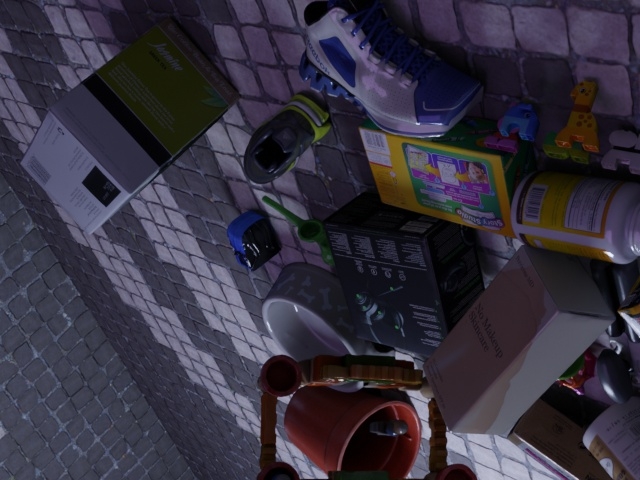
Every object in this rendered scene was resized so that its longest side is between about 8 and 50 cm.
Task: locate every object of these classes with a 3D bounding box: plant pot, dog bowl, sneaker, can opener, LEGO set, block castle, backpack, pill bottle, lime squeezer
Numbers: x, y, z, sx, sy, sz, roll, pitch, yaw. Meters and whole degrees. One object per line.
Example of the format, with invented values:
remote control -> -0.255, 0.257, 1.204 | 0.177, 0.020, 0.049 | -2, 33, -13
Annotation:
plant pot -> 0.063, 0.478, 2.249 | 0.265, 0.272, 0.272 | 22, 145, 47
dog bowl -> 0.007, 0.216, 2.120 | 0.349, 0.102, 0.348 | 32, 149, 22
sneaker -> 0.081, -0.286, 1.347 | 0.316, 0.127, 0.182 | 28, 149, 30
can opener -> 0.479, 0.148, 1.439 | 0.076, 0.095, 0.283 | 13, 138, 43
LEGO set -> 0.337, -0.167, 1.233 | 0.227, 0.093, 0.087 | 15, 169, 31
block castle -> 0.091, 0.389, 1.854 | 0.454, 0.302, 0.213 | 4, 165, -12
backpack -> -0.165, -0.006, 2.051 | 0.101, 0.098, 0.120 | 27, 148, 35
pill bottle -> 0.568, 0.390, 1.528 | 0.229, 0.131, 0.131 | 53, 160, 36
sneaker -> -0.094, -0.175, 1.717 | 0.111, 0.121, 0.300 | 46, 151, -2
pill bottle -> 0.392, -0.033, 1.293 | 0.215, 0.117, 0.117 | 14, 139, 43
lime squeezer -> 0.000, 0.000, 1.916 | 0.310, 0.059, 0.110 | 43, -179, -1

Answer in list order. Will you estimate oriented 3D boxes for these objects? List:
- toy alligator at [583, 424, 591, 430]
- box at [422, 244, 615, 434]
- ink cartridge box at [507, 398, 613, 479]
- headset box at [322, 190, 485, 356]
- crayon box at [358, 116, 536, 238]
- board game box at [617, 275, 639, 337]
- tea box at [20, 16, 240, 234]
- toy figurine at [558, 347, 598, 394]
toy alligator -> 0.577, 0.385, 1.662 | 0.190, 0.056, 0.051 | 9, 136, 46
box -> 0.308, 0.165, 1.441 | 0.311, 0.121, 0.148 | -59, 36, 34
ink cartridge box -> 0.481, 0.411, 1.726 | 0.235, 0.088, 0.193 | 35, 170, 16
headset box -> 0.164, 0.071, 1.649 | 0.246, 0.131, 0.283 | 9, 125, 45
crayon box -> 0.207, -0.117, 1.454 | 0.279, 0.081, 0.165 | 18, 142, 39
board game box -> 0.507, 0.088, 1.251 | 0.141, 0.170, 0.048 | 47, 150, -6
tea box -> -0.390, -0.223, 1.819 | 0.220, 0.323, 0.329 | 49, 150, -9
toy figurine -> 0.428, 0.204, 1.541 | 0.130, 0.173, 0.159 | -22, 131, 18
